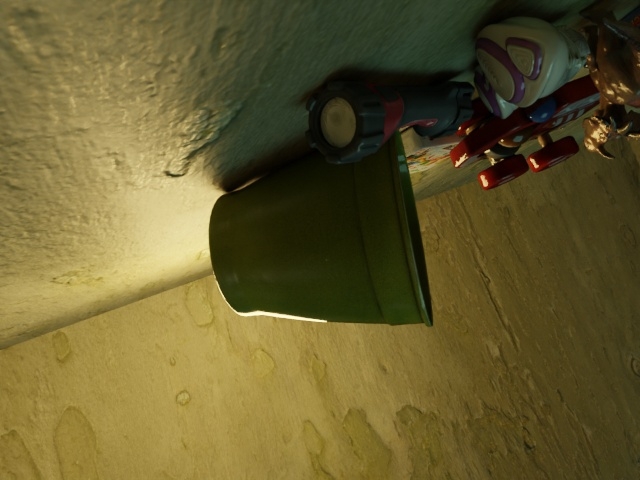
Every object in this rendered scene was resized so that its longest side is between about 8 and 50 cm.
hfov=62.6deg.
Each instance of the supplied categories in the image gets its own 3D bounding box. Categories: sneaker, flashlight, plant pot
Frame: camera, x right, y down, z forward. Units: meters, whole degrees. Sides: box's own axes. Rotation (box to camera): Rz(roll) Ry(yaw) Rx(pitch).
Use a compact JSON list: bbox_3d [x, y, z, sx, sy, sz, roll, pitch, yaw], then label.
[{"bbox_3d":[0.289,-0.251,0.704,0.152,0.114,0.305,-30,-178,14],"label":"sneaker"},{"bbox_3d":[0.110,-0.173,0.747,0.103,0.103,0.304,10,-162,38],"label":"flashlight"},{"bbox_3d":[0.000,0.000,0.971,0.352,0.367,0.366,-11,178,13],"label":"plant pot"}]

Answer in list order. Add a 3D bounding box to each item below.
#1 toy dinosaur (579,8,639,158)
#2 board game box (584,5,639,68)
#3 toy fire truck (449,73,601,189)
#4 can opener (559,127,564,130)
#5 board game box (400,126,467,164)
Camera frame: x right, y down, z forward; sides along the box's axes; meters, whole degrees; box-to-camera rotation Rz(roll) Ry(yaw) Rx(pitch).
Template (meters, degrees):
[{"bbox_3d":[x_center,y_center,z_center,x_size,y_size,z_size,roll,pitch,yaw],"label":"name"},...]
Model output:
[{"bbox_3d":[0.453,-0.233,0.765,0.127,0.201,0.295,-5,179,24],"label":"toy dinosaur"},{"bbox_3d":[0.562,-0.370,0.895,0.136,0.035,0.201,-20,176,-12],"label":"board game box"},{"bbox_3d":[0.408,-0.233,1.011,0.301,0.170,0.254,-21,171,-14],"label":"toy fire truck"},{"bbox_3d":[0.656,-0.359,1.383,0.093,0.074,0.280,-56,176,1],"label":"can opener"},{"bbox_3d":[0.232,-0.205,1.207,0.305,0.053,0.192,-17,174,-46],"label":"board game box"}]
